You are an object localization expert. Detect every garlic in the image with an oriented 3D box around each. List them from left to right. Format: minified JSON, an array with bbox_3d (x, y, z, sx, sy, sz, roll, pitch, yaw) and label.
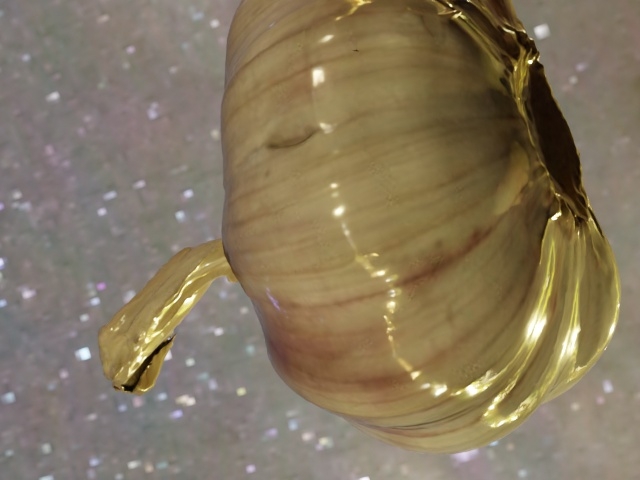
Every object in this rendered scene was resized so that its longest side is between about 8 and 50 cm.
[{"bbox_3d":[0.000,0.000,0.769,0.245,0.253,0.245,54,-160,-30],"label":"garlic"}]
